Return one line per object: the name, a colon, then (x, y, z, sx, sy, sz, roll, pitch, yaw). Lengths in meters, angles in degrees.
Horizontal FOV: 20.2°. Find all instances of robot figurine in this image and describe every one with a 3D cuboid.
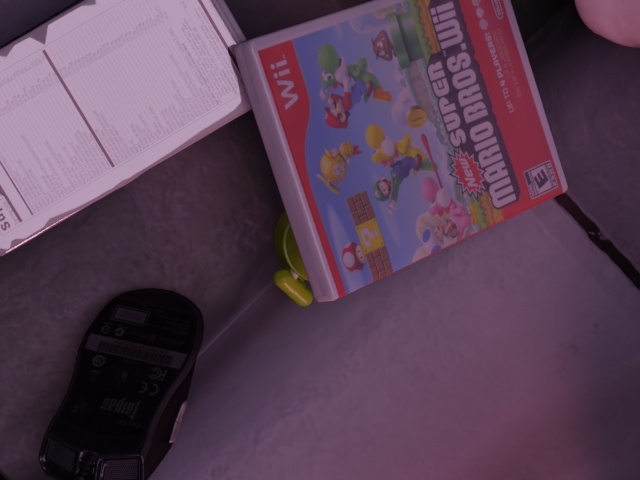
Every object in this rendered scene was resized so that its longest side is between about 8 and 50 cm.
robot figurine: (0.000, 0.000, 1.438, 0.067, 0.115, 0.101, 43, 85, -10)

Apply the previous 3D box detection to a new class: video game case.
video game case: (0.072, -0.093, 1.418, 0.285, 0.025, 0.204, -24, 99, -40)

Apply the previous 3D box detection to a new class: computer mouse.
computer mouse: (-0.198, 0.149, 1.413, 0.184, 0.060, 0.262, 6, 53, 12)

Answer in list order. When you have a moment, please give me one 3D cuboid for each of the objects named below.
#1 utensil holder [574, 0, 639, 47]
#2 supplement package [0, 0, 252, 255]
utensil holder: (0.429, -0.222, 1.311, 0.385, 0.327, 0.327, 32, 87, 27)
supplement package: (-0.179, -0.109, 1.389, 0.244, 0.134, 0.139, -31, 99, -7)
